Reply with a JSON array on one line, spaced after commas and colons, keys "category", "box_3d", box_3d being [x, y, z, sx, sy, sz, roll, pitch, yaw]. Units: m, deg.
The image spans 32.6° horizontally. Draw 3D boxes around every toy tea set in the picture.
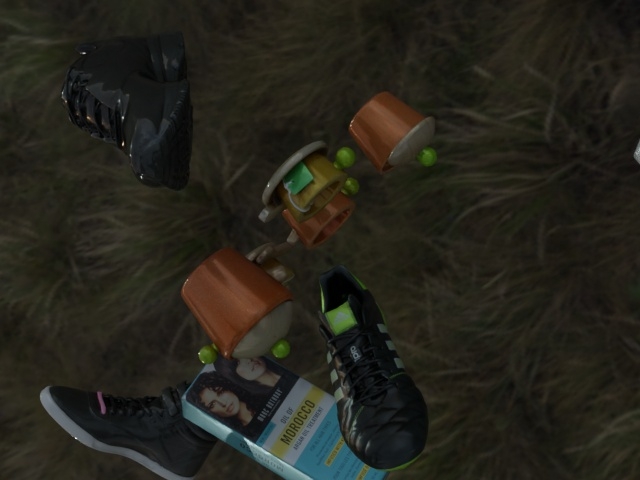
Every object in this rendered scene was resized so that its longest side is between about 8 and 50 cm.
[{"category": "toy tea set", "box_3d": [0.000, 0.000, 1.129, 0.124, 0.200, 0.336, 46, 115, 11]}]

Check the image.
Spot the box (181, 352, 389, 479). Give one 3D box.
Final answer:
[{"category": "box", "box_3d": [-0.032, 0.215, 1.261, 0.244, 0.100, 0.060, 29, 152, 12]}]

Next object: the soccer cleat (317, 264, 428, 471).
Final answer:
[{"category": "soccer cleat", "box_3d": [0.027, 0.084, 0.741, 0.060, 0.179, 0.072, -26, 121, 5]}]

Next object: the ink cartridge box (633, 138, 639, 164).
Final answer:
[{"category": "ink cartridge box", "box_3d": [0.421, -0.121, 1.031, 0.239, 0.060, 0.275, -114, 27, -46]}]

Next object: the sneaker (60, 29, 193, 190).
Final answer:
[{"category": "sneaker", "box_3d": [-0.192, -0.129, 1.081, 0.286, 0.130, 0.109, -112, 24, -62]}]

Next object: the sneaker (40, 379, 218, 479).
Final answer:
[{"category": "sneaker", "box_3d": [-0.272, 0.255, 1.664, 0.147, 0.296, 0.104, -50, 31, 13]}]
